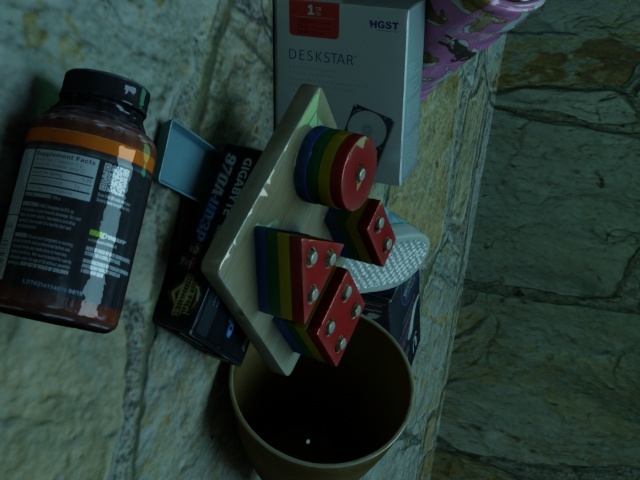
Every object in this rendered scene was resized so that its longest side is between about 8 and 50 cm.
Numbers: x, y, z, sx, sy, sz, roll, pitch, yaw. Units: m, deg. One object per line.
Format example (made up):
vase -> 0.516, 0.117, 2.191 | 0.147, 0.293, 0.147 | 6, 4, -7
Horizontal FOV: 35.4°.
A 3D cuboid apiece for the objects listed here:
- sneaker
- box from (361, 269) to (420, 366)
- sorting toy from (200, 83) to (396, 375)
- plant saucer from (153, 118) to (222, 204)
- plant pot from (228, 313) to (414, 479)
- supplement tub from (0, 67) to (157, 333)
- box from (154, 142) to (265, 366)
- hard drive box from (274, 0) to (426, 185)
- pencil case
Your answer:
sneaker -> 0.000, 0.000, 1.437 | 0.366, 0.150, 0.135 | 6, 116, -53
box -> 0.079, 0.123, 1.672 | 0.270, 0.143, 0.165 | 83, 24, -43
sorting toy -> -0.002, 0.001, 1.164 | 0.257, 0.089, 0.255 | -63, 151, -24
plant saucer -> -0.136, -0.076, 1.093 | 0.192, 0.018, 0.067 | 33, 67, -73
plant pot -> -0.014, 0.251, 1.364 | 0.254, 0.237, 0.237 | 103, 7, -52
supplement tub -> -0.190, -0.032, 0.791 | 0.106, 0.106, 0.198 | 41, 59, -70
box -> -0.101, 0.021, 1.159 | 0.175, 0.051, 0.220 | 55, 53, -67
hard drive box -> 0.036, -0.204, 1.313 | 0.089, 0.181, 0.232 | -48, 142, -59
pencil case -> 0.157, -0.300, 1.406 | 0.386, 0.167, 0.160 | -38, -112, 57
